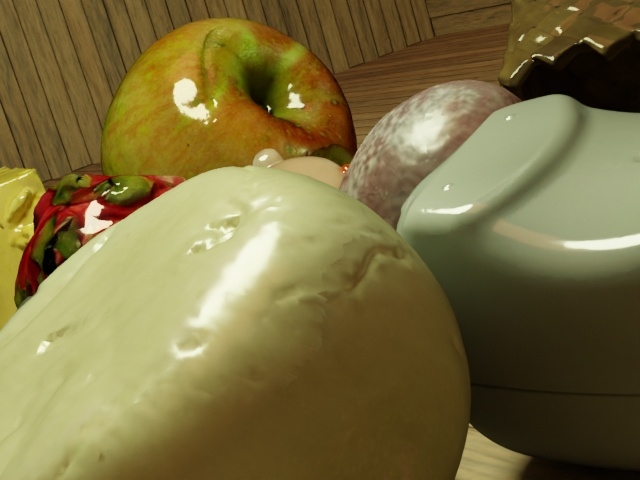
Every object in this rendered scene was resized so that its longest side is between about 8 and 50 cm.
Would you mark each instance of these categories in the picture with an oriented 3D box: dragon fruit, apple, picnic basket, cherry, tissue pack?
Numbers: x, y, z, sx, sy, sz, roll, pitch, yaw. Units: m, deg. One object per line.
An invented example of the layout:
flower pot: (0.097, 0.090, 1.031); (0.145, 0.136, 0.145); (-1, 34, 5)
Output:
dragon fruit: (-0.195, 0.047, 1.188); (0.231, 0.237, 0.303); (5, -6, -20)
apple: (-0.125, -0.117, 1.538); (0.340, 0.339, 0.339); (-16, 13, 4)
picnic basket: (0.317, -0.116, 1.162); (0.254, 0.291, 0.321); (-8, 59, 26)
cherry: (0.131, -0.017, 1.000); (0.285, 0.236, 0.213); (-25, -12, 31)
tissue pack: (0.233, 0.030, 0.742); (0.333, 0.236, 0.229); (-6, 26, 38)

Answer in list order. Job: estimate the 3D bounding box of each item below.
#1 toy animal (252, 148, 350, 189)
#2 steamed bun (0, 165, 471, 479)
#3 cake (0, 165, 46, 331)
toy animal: (0.000, 0.000, 1.187); (0.171, 0.198, 0.171); (-45, 21, 23)
steamed bun: (-0.061, 0.129, 0.660); (0.334, 0.233, 0.312); (-44, 23, -5)
cake: (-0.439, 0.040, 1.513); (0.227, 0.222, 0.286); (-25, 16, -24)
